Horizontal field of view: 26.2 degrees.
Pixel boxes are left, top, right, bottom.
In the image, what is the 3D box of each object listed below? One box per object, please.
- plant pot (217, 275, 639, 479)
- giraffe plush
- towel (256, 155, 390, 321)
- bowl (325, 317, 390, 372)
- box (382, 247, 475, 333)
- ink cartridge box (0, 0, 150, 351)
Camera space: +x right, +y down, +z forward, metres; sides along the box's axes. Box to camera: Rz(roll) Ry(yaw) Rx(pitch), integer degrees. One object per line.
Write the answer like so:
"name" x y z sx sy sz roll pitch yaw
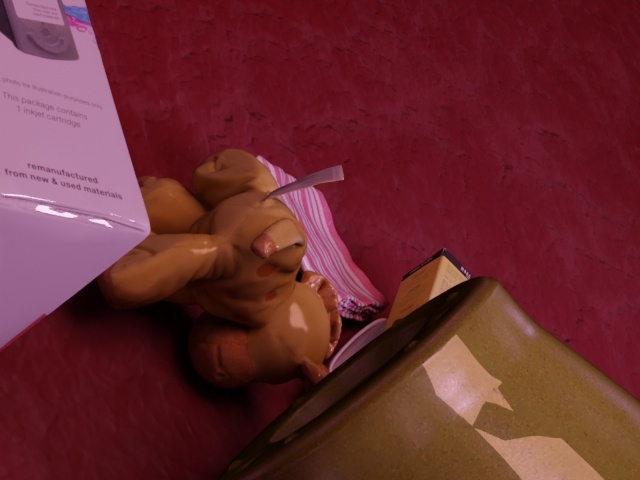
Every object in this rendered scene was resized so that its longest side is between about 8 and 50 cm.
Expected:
"plant pot" 0.125 0.226 0.911 0.353 0.366 0.366 53 33 -1
"giraffe plush" -0.058 0.040 1.066 0.181 0.210 0.170 -67 143 -54
"towel" 0.000 0.000 1.211 0.144 0.029 0.197 61 9 12
"bowl" 0.055 0.151 1.183 0.142 0.053 0.142 53 33 1
"box" 0.094 0.108 1.170 0.087 0.058 0.232 44 33 -15
"ink cartridge box" -0.254 -0.086 0.863 0.131 0.226 0.306 10 51 -48
